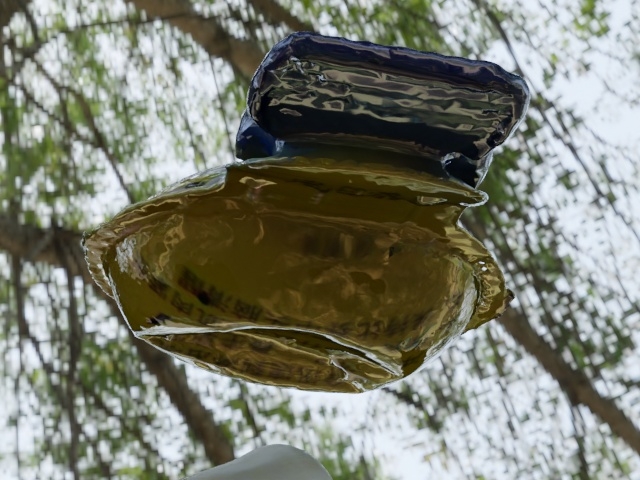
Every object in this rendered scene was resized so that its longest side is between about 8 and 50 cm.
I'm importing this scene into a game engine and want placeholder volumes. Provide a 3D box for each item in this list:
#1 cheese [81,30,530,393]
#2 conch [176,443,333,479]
[{"bbox_3d":[0.000,0.000,0.489,0.157,0.064,0.250,9,-24,-11],"label":"cheese"},{"bbox_3d":[-0.055,0.183,0.891,0.176,0.104,0.094,-12,-76,-39],"label":"conch"}]
